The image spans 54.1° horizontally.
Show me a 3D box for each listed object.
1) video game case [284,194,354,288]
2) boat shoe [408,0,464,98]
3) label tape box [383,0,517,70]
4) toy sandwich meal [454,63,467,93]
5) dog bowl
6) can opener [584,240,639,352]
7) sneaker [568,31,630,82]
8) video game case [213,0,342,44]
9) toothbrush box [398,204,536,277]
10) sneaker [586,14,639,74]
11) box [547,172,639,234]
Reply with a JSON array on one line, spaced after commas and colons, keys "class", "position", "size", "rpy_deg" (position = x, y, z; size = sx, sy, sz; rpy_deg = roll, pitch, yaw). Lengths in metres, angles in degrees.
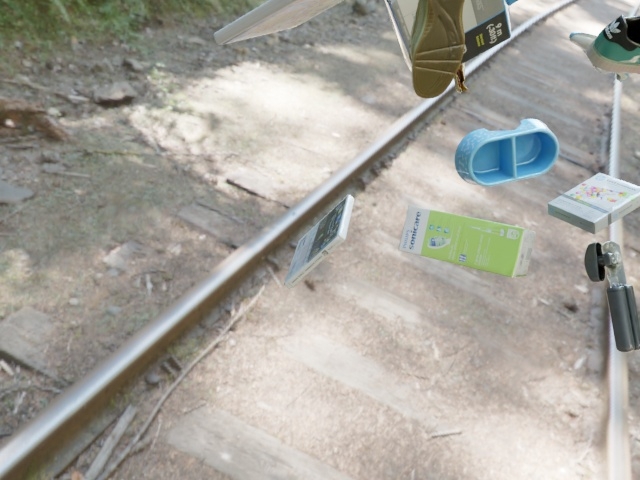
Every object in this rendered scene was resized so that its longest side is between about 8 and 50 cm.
[{"class": "video game case", "position": [0.000, 0.000, 1.337], "size": [0.022, 0.173, 0.190], "rpy_deg": [41, 27, -13]}, {"class": "boat shoe", "position": [0.126, -0.235, 0.688], "size": [0.056, 0.153, 0.048], "rpy_deg": [-3, 27, -7]}, {"class": "label tape box", "position": [0.314, -0.519, 1.336], "size": [0.241, 0.333, 0.106], "rpy_deg": [52, 14, -50]}, {"class": "toy sandwich meal", "position": [0.331, -0.391, 1.487], "size": [0.029, 0.086, 0.086], "rpy_deg": [-11, 26, 17]}, {"class": "dog bowl", "position": [0.532, -0.241, 1.770], "size": [0.297, 0.166, 0.074], "rpy_deg": [-12, 23, -5]}, {"class": "can opener", "position": [0.744, 0.141, 1.601], "size": [0.075, 0.095, 0.284], "rpy_deg": [-1, 81, -33]}, {"class": "sneaker", "position": [0.861, -0.568, 1.923], "size": [0.228, 0.092, 0.087], "rpy_deg": [26, 23, -1]}, {"class": "video game case", "position": [-0.044, -0.382, 1.037], "size": [0.212, 0.023, 0.193], "rpy_deg": [-8, 17, 46]}, {"class": "toothbrush box", "position": [0.365, 0.002, 1.550], "size": [0.283, 0.122, 0.206], "rpy_deg": [15, 4, 25]}, {"class": "sneaker", "position": [0.746, -0.431, 1.363], "size": [0.301, 0.121, 0.108], "rpy_deg": [-3, 67, -12]}, {"class": "box", "position": [0.686, -0.095, 1.556], "size": [0.186, 0.038, 0.145], "rpy_deg": [-27, 33, -18]}]
